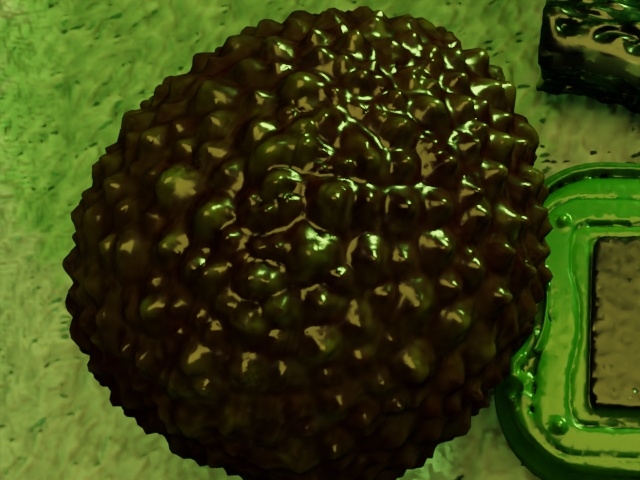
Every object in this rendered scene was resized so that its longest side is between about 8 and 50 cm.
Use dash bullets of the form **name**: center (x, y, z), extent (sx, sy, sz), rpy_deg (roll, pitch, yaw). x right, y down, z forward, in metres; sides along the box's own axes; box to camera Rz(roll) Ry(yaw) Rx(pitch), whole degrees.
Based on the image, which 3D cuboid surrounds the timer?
- **timer**: center (0.136, 0.035, 0.539), extent (0.128, 0.047, 0.140), rpy_deg (3, 71, 11)

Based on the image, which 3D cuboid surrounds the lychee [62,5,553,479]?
- **lychee**: center (0.000, 0.000, 0.493), extent (0.188, 0.188, 0.188), rpy_deg (-3, 70, 8)

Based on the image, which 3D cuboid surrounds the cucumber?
- **cucumber**: center (0.180, -0.063, 0.565), extent (0.187, 0.058, 0.058), rpy_deg (22, 75, 15)
